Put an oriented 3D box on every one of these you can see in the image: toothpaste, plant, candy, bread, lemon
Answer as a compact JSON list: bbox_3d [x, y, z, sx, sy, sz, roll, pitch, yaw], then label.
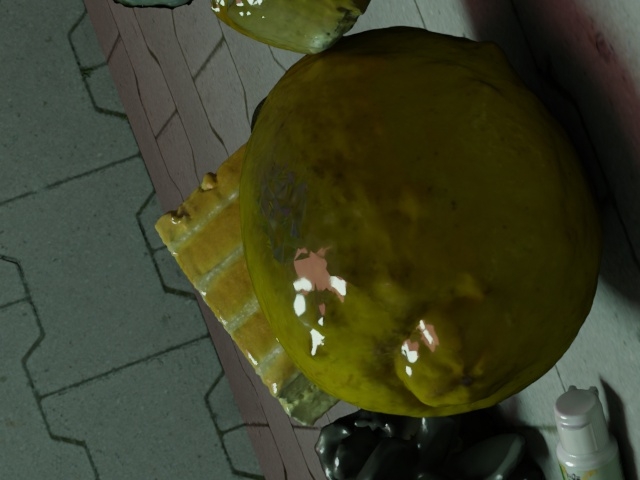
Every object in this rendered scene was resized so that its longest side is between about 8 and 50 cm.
[{"bbox_3d":[0.245,0.258,1.667,0.058,0.056,0.314,-63,-37,-48],"label":"toothpaste"},{"bbox_3d":[0.097,0.231,1.929,0.188,0.199,0.276,63,174,12],"label":"plant"},{"bbox_3d":[0.004,-0.260,1.443,0.260,0.118,0.260,-57,16,27],"label":"candy"},{"bbox_3d":[0.000,0.000,1.831,0.239,0.246,0.111,52,-176,31],"label":"bread"},{"bbox_3d":[0.072,-0.018,1.465,0.316,0.285,0.285,-64,-38,-61],"label":"lemon"}]

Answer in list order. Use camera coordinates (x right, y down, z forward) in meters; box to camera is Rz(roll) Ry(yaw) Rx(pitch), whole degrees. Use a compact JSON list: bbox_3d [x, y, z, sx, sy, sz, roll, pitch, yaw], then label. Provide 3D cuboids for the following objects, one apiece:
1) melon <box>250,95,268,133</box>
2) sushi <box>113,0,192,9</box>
[{"bbox_3d":[-0.024,-0.115,2.127,0.162,0.099,0.099,-144,35,-68],"label":"melon"},{"bbox_3d":[-0.194,-0.425,2.118,0.171,0.211,0.350,-120,20,-55],"label":"sushi"}]
